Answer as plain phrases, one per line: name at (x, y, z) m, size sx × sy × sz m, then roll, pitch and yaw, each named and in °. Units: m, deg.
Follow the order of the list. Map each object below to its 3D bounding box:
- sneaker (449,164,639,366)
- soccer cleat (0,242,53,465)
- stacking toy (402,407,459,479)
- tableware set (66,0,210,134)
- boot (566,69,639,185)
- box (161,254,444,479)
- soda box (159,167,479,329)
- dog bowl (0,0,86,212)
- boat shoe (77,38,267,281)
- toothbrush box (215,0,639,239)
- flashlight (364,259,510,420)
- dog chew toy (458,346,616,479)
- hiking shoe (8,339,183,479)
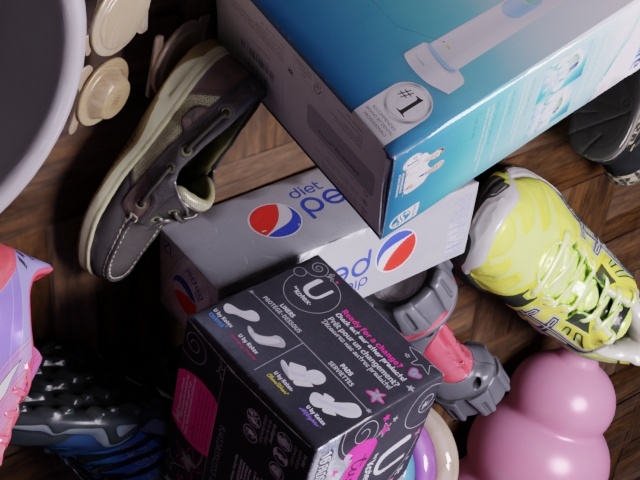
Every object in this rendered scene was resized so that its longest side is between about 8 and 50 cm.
sneaker at (0.268, 0.034, 1.402) m, size 0.385 × 0.147 × 0.145 m, roll 29°, pitch 91°, yaw -55°
soccer cleat at (-0.251, 0.122, 0.957) m, size 0.095 × 0.083 × 0.248 m, roll 11°, pitch 73°, yaw -36°
stacking toy at (-0.006, 0.244, 1.329) m, size 0.330 × 0.141 × 0.141 m, roll -1°, pitch 123°, yaw -48°
tableware set at (-0.125, -0.149, 0.931) m, size 0.169 × 0.020 × 0.141 m, roll -41°, pitch 158°, yaw -47°
boot at (0.344, -0.174, 1.367) m, size 0.236 × 0.085 × 0.178 m, roll -63°, pitch 155°, yaw 0°
box at (-0.022, 0.165, 1.080) m, size 0.142 × 0.163 × 0.247 m, roll -27°, pitch 147°, yaw -34°
soda box at (0.000, 0.000, 1.165) m, size 0.286 × 0.098 × 0.091 m, roll -23°, pitch 138°, yaw -29°
dog bowl at (-0.297, -0.115, 0.771) m, size 0.349 × 0.102 × 0.348 m, roll -25°, pitch 138°, yaw -25°
boat shoe at (-0.116, -0.048, 1.006) m, size 0.223 × 0.073 × 0.080 m, roll -58°, pitch 165°, yaw 24°
toothbrush box at (0.098, -0.178, 0.986) m, size 0.295 × 0.216 × 0.126 m, roll -34°, pitch 159°, yaw -17°
flashlight at (0.130, 0.101, 1.381) m, size 0.103 × 0.103 × 0.304 m, roll -46°, pitch 142°, yaw -5°
dog chew toy at (0.263, 0.283, 1.605) m, size 0.207 × 0.207 × 0.331 m, roll 2°, pitch 114°, yaw -45°
hiking shoe at (-0.189, 0.167, 1.119) m, size 0.304 × 0.113 × 0.132 m, roll 8°, pitch 116°, yaw -48°
